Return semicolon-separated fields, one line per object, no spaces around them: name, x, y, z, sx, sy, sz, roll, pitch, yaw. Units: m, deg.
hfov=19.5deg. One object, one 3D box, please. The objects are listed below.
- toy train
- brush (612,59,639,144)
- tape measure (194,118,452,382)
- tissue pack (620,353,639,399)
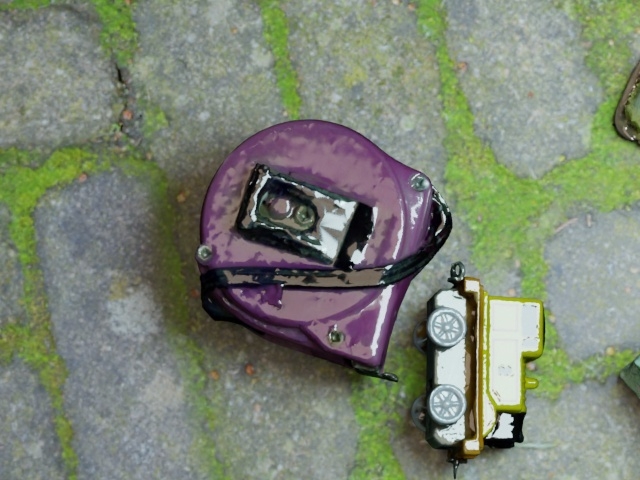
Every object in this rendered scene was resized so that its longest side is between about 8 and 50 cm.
toy train;0.159;0.130;1.866;0.127;0.089;0.219;3;78;-7
brush;0.400;-0.238;1.936;0.072;0.067;0.312;29;80;9
tape measure;0.000;0.000;1.866;0.245;0.149;0.231;16;82;7
tissue pack;0.487;0.124;1.829;0.311;0.128;0.228;-36;79;-6
